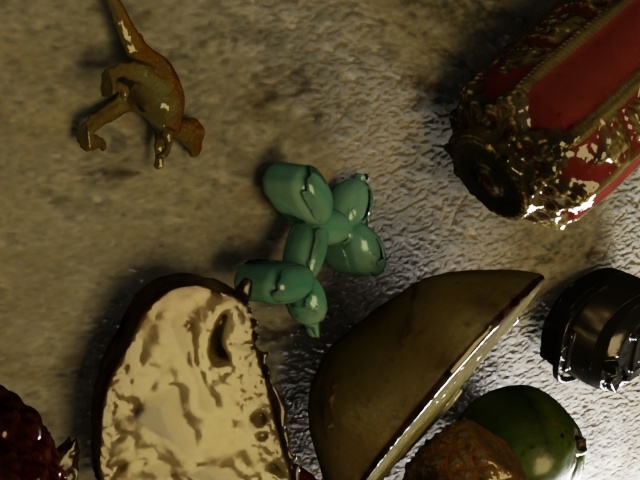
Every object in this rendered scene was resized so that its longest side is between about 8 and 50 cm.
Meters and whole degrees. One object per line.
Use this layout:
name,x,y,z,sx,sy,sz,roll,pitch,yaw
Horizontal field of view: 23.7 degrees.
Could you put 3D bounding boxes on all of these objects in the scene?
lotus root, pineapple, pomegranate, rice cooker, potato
lotus root,-0.103,0.154,1.236,0.170,0.074,0.260,-11,104,-18
pineapple,0.088,0.278,1.497,0.237,0.111,0.119,-42,144,12
pomegranate,0.192,0.245,1.600,0.191,0.131,0.152,-52,142,-1
rice cooker,0.314,0.097,1.665,0.165,0.106,0.112,-32,135,-45
potato,0.080,0.109,1.390,0.239,0.116,0.299,-31,161,-45

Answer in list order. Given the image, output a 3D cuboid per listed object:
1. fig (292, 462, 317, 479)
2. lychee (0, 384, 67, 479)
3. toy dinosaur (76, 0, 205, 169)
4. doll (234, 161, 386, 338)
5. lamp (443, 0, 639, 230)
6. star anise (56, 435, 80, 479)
fig,-0.043,0.253,1.379,0.119,0.119,0.153,-54,157,-10
lychee,-0.290,0.193,1.008,0.236,0.236,0.271,6,131,-47
toy dinosaur,-0.126,-0.128,1.146,0.126,0.039,0.162,-17,117,-52
doll,0.000,0.000,1.311,0.158,0.059,0.159,41,61,-51
lamp,0.245,-0.132,1.417,0.274,0.177,0.177,-39,134,-24
star anise,-0.235,0.249,1.168,0.157,0.053,0.212,-91,-157,-82
